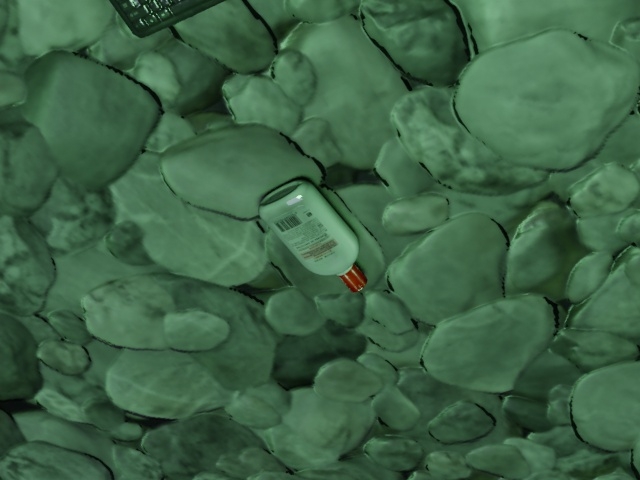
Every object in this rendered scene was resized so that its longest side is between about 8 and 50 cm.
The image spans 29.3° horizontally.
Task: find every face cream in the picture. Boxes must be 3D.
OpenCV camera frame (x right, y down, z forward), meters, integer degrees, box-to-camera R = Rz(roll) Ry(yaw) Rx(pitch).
[{"bbox_3d":[0.000,0.000,0.740,0.040,0.021,0.083,-25,122,25],"label":"face cream"}]

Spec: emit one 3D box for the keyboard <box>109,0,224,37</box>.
[{"bbox_3d":[-0.045,-0.152,0.626,0.155,0.010,0.053,-21,123,23],"label":"keyboard"}]
